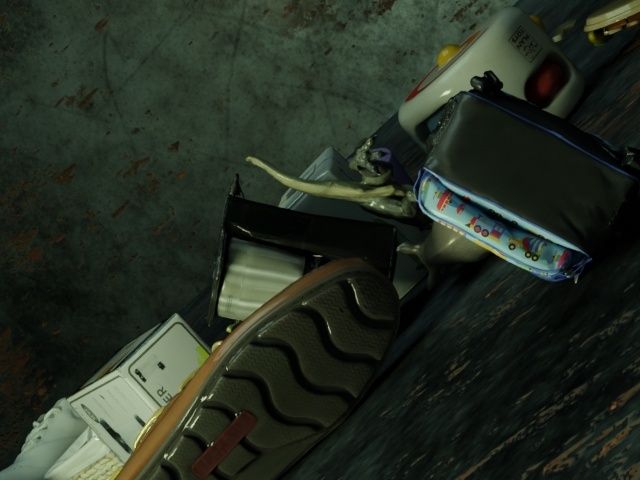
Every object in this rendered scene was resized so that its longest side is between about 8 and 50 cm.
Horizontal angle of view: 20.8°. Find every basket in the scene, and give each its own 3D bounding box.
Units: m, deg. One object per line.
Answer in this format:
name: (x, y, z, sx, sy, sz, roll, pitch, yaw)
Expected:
basket: (-0.243, 0.267, 2.141, 0.113, 0.103, 0.167, -49, 7, -39)

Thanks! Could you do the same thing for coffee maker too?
coffee maker: (-0.014, 0.016, 1.743, 0.120, 0.178, 0.171, 107, 172, -66)

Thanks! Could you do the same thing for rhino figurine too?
rhino figurine: (0.147, -0.021, 1.630, 0.106, 0.073, 0.243, -44, 2, -36)

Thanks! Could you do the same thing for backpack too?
backpack: (0.159, -0.042, 1.326, 0.117, 0.158, 0.173, -62, -9, 3)

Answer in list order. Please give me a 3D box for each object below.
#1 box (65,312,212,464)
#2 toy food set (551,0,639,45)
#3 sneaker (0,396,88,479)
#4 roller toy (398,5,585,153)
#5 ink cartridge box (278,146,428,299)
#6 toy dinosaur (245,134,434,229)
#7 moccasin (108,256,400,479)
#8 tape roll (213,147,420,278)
box: (-0.159, 0.184, 1.840, 0.087, 0.169, 0.290, -44, 4, -21)
toy food set: (0.356, -0.256, 1.958, 0.192, 0.038, 0.132, -24, 8, 19)
sneaker: (-0.345, 0.280, 2.282, 0.111, 0.129, 0.297, -34, -8, 34)
roller toy: (0.191, -0.166, 1.981, 0.209, 0.146, 0.191, -43, 6, 5)
ink cartridge box: (0.035, -0.011, 1.922, 0.093, 0.154, 0.212, -45, 6, 10)
toy dinosaur: (0.065, -0.052, 1.749, 0.118, 0.268, 0.064, 148, 135, -68)
moccasin: (-0.073, 0.165, 1.610, 0.380, 0.139, 0.147, -53, 13, 9)
tape roll: (0.000, 0.000, 2.185, 0.275, 0.090, 0.275, -35, 13, 9)
